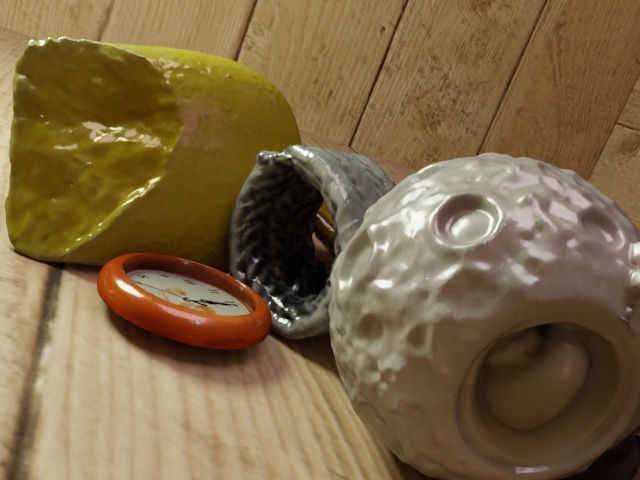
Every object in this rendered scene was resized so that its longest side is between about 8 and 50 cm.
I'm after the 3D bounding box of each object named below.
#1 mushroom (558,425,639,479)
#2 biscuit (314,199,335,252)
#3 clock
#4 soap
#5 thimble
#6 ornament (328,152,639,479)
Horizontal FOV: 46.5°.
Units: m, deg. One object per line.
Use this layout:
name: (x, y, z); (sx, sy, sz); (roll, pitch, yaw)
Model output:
mushroom: (0.322, 0.234, 0.811); (0.117, 0.141, 0.188); (41, 12, -16)
biscuit: (0.045, 0.004, 1.252); (0.305, 0.038, 0.305); (43, 8, -7)
clock: (-0.155, 0.071, 0.861); (0.205, 0.051, 0.205); (20, 13, -5)
soap: (-0.188, -0.104, 0.995); (0.427, 0.306, 0.115); (0, -5, -41)
thimble: (0.000, 0.000, 0.973); (0.217, 0.245, 0.157); (-14, -9, 35)
ornament: (0.174, 0.074, 0.767); (0.337, 0.337, 0.337); (20, 14, -5)
